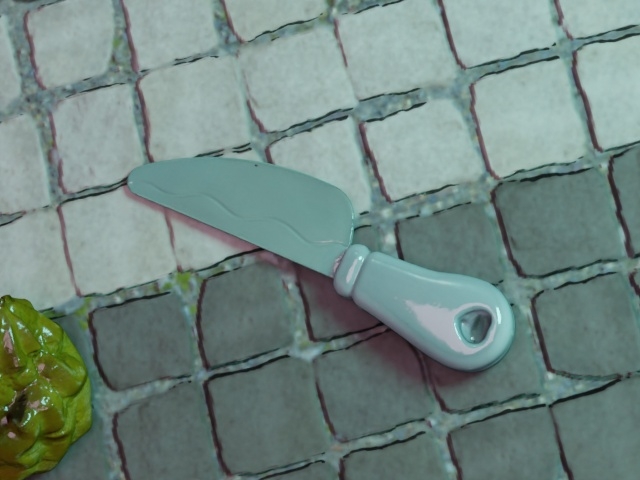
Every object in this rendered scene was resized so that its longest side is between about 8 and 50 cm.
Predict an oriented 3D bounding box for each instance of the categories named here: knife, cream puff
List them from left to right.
[{"bbox_3d":[-0.244,0.112,1.405,0.146,0.116,0.146,-2,79,9],"label":"cream puff"},{"bbox_3d":[0.001,-0.002,1.415,0.331,0.044,0.080,29,88,18],"label":"knife"}]
